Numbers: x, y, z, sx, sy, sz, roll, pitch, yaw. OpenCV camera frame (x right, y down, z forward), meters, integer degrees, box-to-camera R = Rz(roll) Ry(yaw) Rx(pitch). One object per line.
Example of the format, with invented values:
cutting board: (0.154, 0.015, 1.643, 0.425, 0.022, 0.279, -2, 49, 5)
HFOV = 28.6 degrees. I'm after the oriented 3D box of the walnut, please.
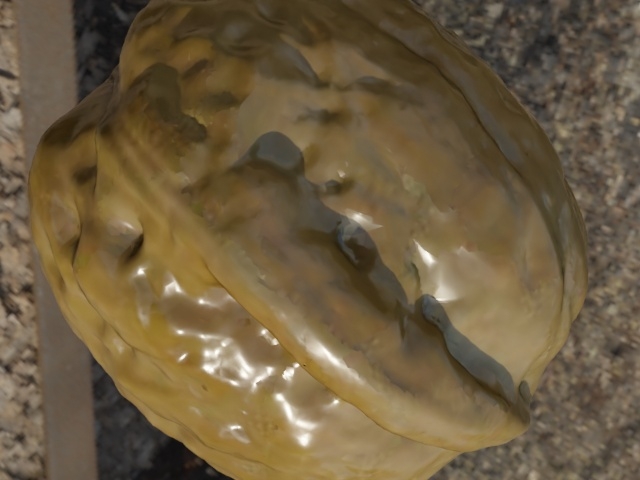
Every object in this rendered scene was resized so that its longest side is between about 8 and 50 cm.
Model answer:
walnut: (0.000, 0.000, 0.583, 0.257, 0.257, 0.224, 30, 110, -40)
